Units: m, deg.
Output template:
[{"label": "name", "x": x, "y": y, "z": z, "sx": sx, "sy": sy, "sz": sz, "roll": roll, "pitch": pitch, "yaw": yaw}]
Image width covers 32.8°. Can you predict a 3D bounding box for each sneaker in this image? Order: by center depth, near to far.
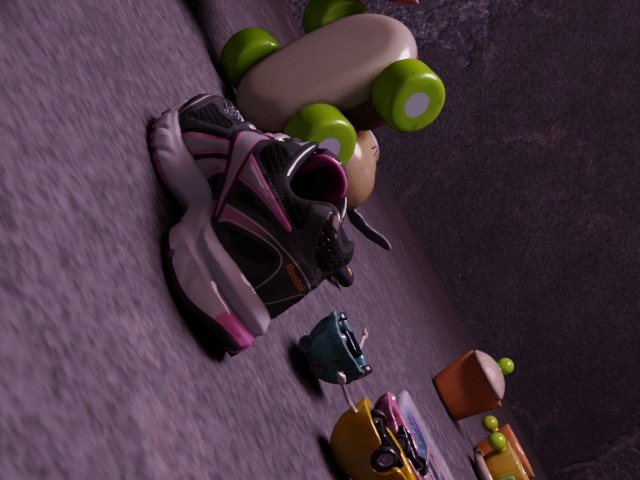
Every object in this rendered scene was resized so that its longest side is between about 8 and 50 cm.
[{"label": "sneaker", "x": -0.024, "y": -0.020, "z": 0.493, "sx": 0.072, "sy": 0.077, "sz": 0.178, "roll": 59, "pitch": 6, "yaw": -36}]

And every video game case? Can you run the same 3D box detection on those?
[{"label": "video game case", "x": 0.087, "y": 0.190, "z": 0.760, "sx": 0.157, "sy": 0.019, "sz": 0.143, "roll": 63, "pitch": 7, "yaw": 0}]

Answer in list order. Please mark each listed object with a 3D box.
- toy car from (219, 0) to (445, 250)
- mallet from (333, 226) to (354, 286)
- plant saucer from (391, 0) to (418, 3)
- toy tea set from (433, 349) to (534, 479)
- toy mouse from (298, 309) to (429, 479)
[{"label": "toy car", "x": 0.021, "y": -0.079, "z": 0.886, "sx": 0.155, "sy": 0.149, "sz": 0.188, "roll": 54, "pitch": -12, "yaw": 44}, {"label": "mallet", "x": 0.000, "y": 0.000, "z": 0.819, "sx": 0.062, "sy": 0.039, "sz": 0.189, "roll": 61, "pitch": 1, "yaw": 10}, {"label": "plant saucer", "x": -0.008, "y": -0.333, "z": 0.920, "sx": 0.259, "sy": 0.048, "sz": 0.258, "roll": 58, "pitch": 10, "yaw": -25}, {"label": "toy tea set", "x": 0.262, "y": 0.274, "z": 1.295, "sx": 0.336, "sy": 0.124, "sz": 0.200, "roll": 59, "pitch": 7, "yaw": -26}, {"label": "toy mouse", "x": 0.023, "y": 0.092, "z": 0.596, "sx": 0.161, "sy": 0.031, "sz": 0.143, "roll": 59, "pitch": 8, "yaw": -29}]
